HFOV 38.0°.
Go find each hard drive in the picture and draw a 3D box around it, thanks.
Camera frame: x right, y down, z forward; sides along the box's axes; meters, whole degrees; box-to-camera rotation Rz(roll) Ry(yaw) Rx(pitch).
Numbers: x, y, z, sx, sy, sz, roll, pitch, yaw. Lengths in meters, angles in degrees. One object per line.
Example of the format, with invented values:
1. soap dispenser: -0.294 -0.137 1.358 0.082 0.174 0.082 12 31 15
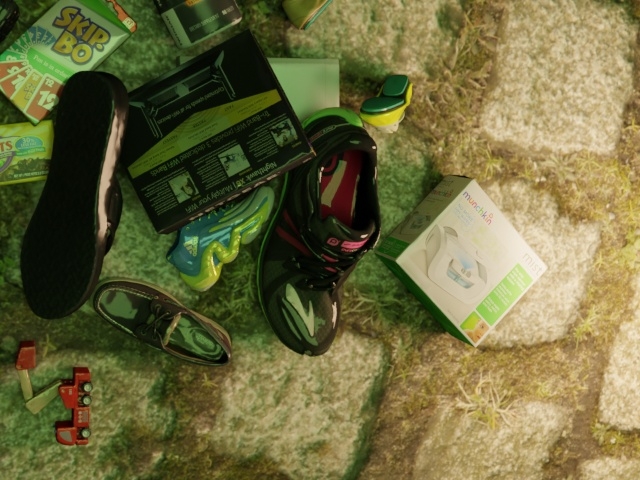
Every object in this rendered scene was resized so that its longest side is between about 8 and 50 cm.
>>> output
1. hard drive: -0.114 -0.241 1.743 0.307 0.040 0.203 -3 99 -20

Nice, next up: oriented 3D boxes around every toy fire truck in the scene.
1. toy fire truck: -0.483 0.279 1.678 0.135 0.047 0.192 1 98 -20

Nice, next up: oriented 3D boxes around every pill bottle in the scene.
1. pill bottle: -0.247 -0.468 1.613 0.130 0.130 0.246 -31 106 -13

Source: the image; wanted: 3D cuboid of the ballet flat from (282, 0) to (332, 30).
1. ballet flat: 0.024 -0.492 1.740 0.232 0.080 0.073 -44 94 -11

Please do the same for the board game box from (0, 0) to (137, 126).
1. board game box: -0.444 -0.331 1.603 0.124 0.039 0.259 46 74 -17

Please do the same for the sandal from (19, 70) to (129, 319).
1. sandal: -0.398 -0.066 1.599 0.107 0.167 0.446 -5 117 -59

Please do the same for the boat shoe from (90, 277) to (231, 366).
1. boat shoe: -0.284 0.154 1.708 0.285 0.092 0.103 31 87 -21

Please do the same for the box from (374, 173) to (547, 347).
1. box: 0.285 0.039 1.885 0.231 0.127 0.262 -45 109 -7

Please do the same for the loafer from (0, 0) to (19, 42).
1. loafer: -0.592 -0.322 1.543 0.078 0.076 0.223 36 89 -2

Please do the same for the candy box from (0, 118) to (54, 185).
1. candy box: -0.560 -0.146 1.600 0.205 0.027 0.105 -10 97 -19

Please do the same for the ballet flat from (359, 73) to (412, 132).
1. ballet flat: 0.131 -0.247 1.756 0.077 0.231 0.077 5 117 17

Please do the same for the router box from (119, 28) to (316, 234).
1. router box: -0.197 -0.186 1.618 0.308 0.081 0.243 -27 87 3

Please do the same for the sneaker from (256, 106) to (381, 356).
1. sneaker: 0.000 0.000 1.717 0.185 0.202 0.483 1 108 -21

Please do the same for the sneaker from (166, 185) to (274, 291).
1. sneaker: -0.192 -0.026 1.718 0.126 0.091 0.240 38 85 -20
